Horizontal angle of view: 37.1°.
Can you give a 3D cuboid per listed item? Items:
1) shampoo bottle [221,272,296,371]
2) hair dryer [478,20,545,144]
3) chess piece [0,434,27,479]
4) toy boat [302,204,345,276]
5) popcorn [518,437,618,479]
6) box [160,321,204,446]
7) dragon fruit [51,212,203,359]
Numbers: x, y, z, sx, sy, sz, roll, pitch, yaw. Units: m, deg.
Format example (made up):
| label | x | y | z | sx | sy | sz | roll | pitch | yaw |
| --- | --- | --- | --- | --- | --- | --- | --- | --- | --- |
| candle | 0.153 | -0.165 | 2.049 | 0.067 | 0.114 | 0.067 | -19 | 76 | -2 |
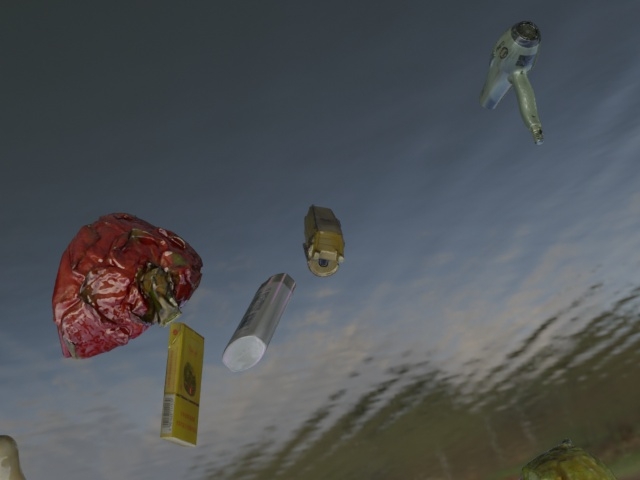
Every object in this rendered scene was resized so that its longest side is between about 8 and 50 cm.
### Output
| label | x | y | z | sx | sy | sz | roll | pitch | yaw |
| --- | --- | --- | --- | --- | --- | --- | --- | --- | --- |
| shampoo bottle | -0.101 | 0.134 | 1.617 | 0.086 | 0.056 | 0.227 | -39 | -169 | 24 |
| hair dryer | 0.353 | -0.269 | 1.768 | 0.088 | 0.225 | 0.219 | -5 | 175 | -11 |
| chess piece | -0.396 | 0.385 | 1.288 | 0.117 | 0.397 | 0.117 | -33 | -179 | 1 |
| toy boat | 0.000 | 0.000 | 1.682 | 0.068 | 0.088 | 0.226 | 8 | -164 | -9 |
| popcorn | 0.400 | 0.484 | 1.612 | 0.276 | 0.225 | 0.276 | -31 | 149 | -21 |
| box | -0.185 | 0.196 | 1.291 | 0.023 | 0.155 | 0.087 | -4 | 159 | 16 |
| dragon fruit | -0.321 | 0.041 | 1.630 | 0.205 | 0.317 | 0.152 | -2 | 130 | 20 |
